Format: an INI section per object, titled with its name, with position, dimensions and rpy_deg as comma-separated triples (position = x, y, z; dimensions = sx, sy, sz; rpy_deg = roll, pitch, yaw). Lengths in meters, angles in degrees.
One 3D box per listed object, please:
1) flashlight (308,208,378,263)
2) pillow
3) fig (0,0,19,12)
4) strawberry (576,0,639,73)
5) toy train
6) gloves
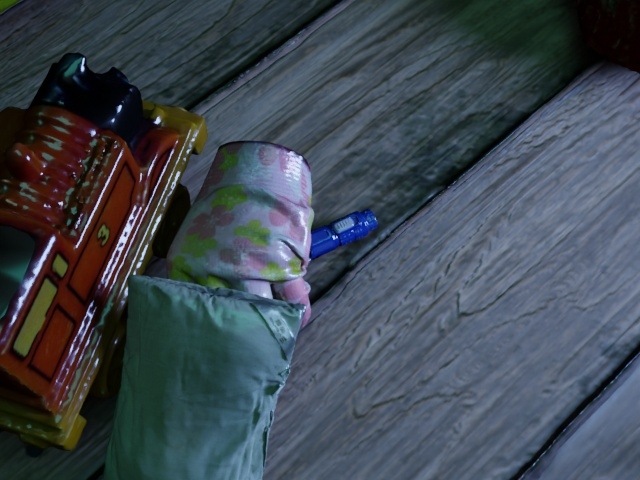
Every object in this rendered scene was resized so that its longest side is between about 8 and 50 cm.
[flashlight]
position = 0.000, 0.000, 0.773
dimensions = 0.121, 0.035, 0.057
rpy_deg = -24, 69, -9
[pillow]
position = -0.104, 0.145, 0.653
dimensions = 0.148, 0.050, 0.229
rpy_deg = 14, 105, 7
[fig]
position = -0.381, -0.345, 0.809
dimensions = 0.314, 0.233, 0.233
rpy_deg = -7, 68, 3
[strawberry]
position = 0.400, -0.298, 0.810
dimensions = 0.220, 0.274, 0.274
rpy_deg = 11, 62, -37
[toy train]
position = -0.233, 0.010, 0.662
dimensions = 0.163, 0.231, 0.369
rpy_deg = 16, 68, 7
[gloves]
position = -0.080, 0.039, 0.702
dimensions = 0.145, 0.126, 0.241
rpy_deg = 10, 72, 5
